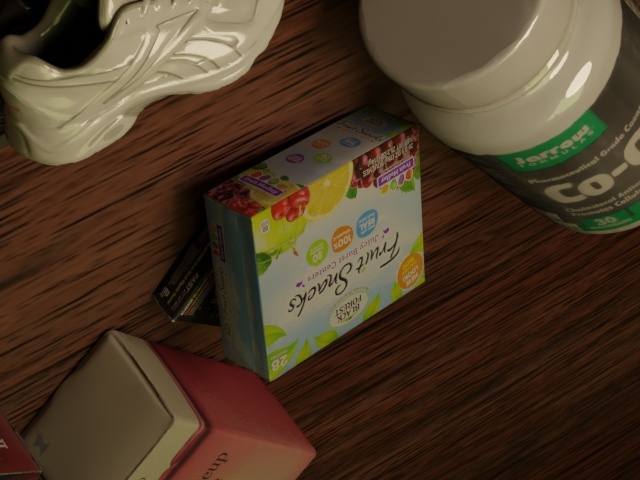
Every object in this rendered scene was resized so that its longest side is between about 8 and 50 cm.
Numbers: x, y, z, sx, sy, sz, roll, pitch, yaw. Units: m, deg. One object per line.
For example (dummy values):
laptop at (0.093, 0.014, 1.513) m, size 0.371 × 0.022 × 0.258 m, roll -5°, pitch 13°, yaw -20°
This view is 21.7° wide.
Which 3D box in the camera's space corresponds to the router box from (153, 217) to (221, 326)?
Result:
router box at (-0.083, 0.022, 1.525) m, size 0.092 × 0.038 × 0.122 m, roll 12°, pitch 119°, yaw -51°

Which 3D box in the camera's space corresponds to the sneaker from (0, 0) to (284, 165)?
sneaker at (-0.117, -0.148, 1.123) m, size 0.232 × 0.090 × 0.115 m, roll -38°, pitch 149°, yaw -19°

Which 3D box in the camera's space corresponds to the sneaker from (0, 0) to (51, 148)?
sneaker at (-0.259, -0.112, 1.160) m, size 0.227 × 0.087 × 0.130 m, roll -29°, pitch 143°, yaw -24°

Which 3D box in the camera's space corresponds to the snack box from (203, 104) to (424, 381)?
snack box at (0.000, 0.000, 1.491) m, size 0.207 × 0.070 × 0.174 m, roll -29°, pitch 130°, yaw -34°

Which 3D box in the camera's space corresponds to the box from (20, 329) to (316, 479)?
box at (-0.141, 0.196, 1.583) m, size 0.148 × 0.127 × 0.232 m, roll -50°, pitch 146°, yaw 13°

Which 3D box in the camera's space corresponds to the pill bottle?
pill bottle at (0.191, -0.148, 1.460) m, size 0.204 × 0.204 × 0.361 m, roll -48°, pitch 146°, yaw 9°

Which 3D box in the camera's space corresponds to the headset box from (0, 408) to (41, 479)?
headset box at (-0.391, 0.242, 1.399) m, size 0.293 × 0.110 × 0.218 m, roll 2°, pitch 127°, yaw -46°
